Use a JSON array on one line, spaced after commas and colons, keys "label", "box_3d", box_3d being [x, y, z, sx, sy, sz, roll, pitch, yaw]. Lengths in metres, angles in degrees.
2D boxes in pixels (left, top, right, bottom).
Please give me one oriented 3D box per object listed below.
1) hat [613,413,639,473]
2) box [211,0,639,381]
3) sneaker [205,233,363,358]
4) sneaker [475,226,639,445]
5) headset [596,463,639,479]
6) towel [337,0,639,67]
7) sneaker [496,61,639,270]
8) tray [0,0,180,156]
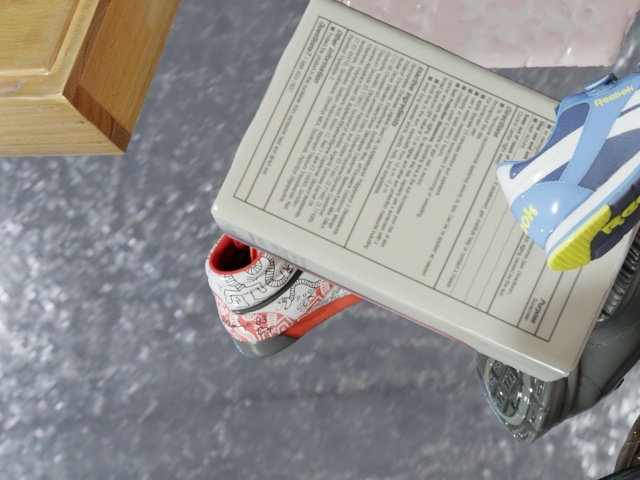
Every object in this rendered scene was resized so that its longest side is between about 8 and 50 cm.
[{"label": "hat", "box_3d": [0.361, 0.255, 1.562, 0.331, 0.331, 0.134, 59, 158, -10]}, {"label": "box", "box_3d": [0.070, -0.028, 1.079, 0.232, 0.127, 0.148, 25, 84, 4]}, {"label": "sneaker", "box_3d": [0.000, 0.001, 1.902, 0.090, 0.270, 0.145, 41, 161, 46]}, {"label": "sneaker", "box_3d": [0.213, 0.039, 1.356, 0.109, 0.130, 0.286, 59, 150, 27]}, {"label": "headset", "box_3d": [0.235, 0.231, 1.028, 0.185, 0.394, 0.243, -25, 64, 19]}, {"label": "towel", "box_3d": [0.176, -0.290, 1.610, 0.317, 0.053, 0.332, -3, 139, -17]}, {"label": "sneaker", "box_3d": [0.136, -0.054, 0.762, 0.144, 0.053, 0.059, -43, 62, 3]}, {"label": "tray", "box_3d": [-0.277, -0.158, 1.176, 0.411, 0.203, 0.076, 1, 152, 32]}]
